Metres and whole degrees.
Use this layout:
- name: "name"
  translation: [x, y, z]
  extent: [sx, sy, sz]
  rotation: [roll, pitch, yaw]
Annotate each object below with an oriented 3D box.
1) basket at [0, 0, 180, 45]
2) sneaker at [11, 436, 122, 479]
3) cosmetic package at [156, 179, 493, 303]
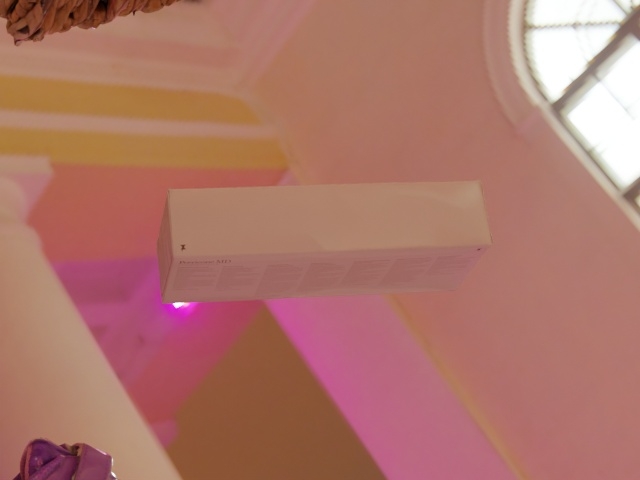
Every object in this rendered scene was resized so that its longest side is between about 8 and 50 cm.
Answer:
- name: "basket"
  translation: [-0.107, -0.295, 0.738]
  extent: [0.213, 0.223, 0.299]
  rotation: [-27, -18, -41]
- name: "sneaker"
  translation: [-0.087, 0.132, 0.571]
  extent: [0.236, 0.104, 0.095]
  rotation: [-4, -9, -16]
- name: "cosmetic package"
  translation: [0.000, 0.000, 1.033]
  extent: [0.239, 0.060, 0.099]
  rotation: [-2, -21, -13]
